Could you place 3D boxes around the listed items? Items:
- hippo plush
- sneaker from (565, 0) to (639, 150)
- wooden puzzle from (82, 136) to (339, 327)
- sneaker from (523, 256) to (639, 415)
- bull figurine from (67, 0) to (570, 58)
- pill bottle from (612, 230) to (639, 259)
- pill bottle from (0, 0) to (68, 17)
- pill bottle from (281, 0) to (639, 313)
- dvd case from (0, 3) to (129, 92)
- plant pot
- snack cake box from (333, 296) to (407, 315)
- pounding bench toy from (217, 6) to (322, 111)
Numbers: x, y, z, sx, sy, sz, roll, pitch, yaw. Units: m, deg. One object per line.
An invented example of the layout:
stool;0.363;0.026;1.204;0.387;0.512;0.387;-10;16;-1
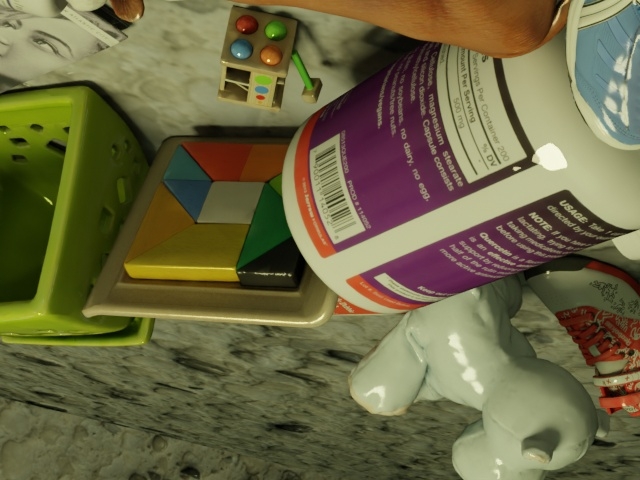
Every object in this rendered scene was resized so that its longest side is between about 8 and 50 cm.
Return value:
hippo plush;0.206;0.143;1.002;0.234;0.236;0.294;-18;147;-47
sneaker;0.178;-0.137;0.427;0.080;0.081;0.211;12;117;-8
wooden puzzle;-0.079;-0.022;0.817;0.238;0.221;0.044;-1;138;20
sneaker;0.346;0.123;1.094;0.270;0.145;0.090;24;153;-33
bull figurine;-0.003;-0.185;0.464;0.310;0.101;0.188;9;129;-12
pill bottle;0.342;-0.046;0.725;0.216;0.121;0.121;-14;149;44
pill bottle;-0.237;-0.212;0.544;0.186;0.112;0.112;15;157;-7
pill bottle;0.131;-0.070;0.646;0.181;0.181;0.323;24;147;-33
dvd case;-0.290;-0.184;0.755;0.221;0.018;0.164;-11;150;38
plant pot;-0.280;-0.003;0.930;0.228;0.227;0.207;-2;161;24
snack cake box;0.000;0.000;0.999;0.152;0.089;0.264;-4;155;23
pounding bench toy;-0.035;-0.141;0.722;0.083;0.052;0.065;11;157;-6
